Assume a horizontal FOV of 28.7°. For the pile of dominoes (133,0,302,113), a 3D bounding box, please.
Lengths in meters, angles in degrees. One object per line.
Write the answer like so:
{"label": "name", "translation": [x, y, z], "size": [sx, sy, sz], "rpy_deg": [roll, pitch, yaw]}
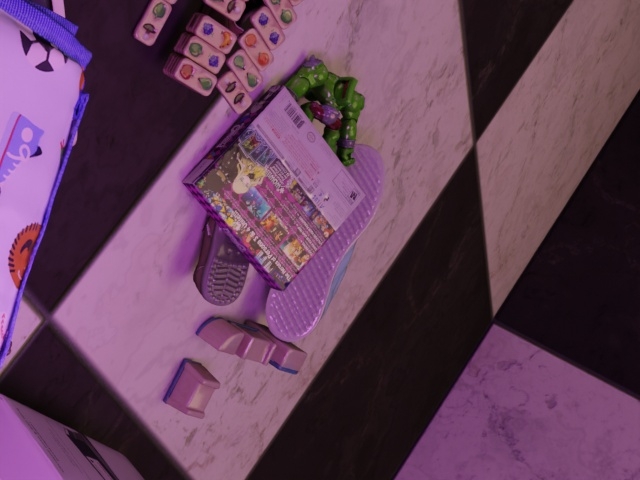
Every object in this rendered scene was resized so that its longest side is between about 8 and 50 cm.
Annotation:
{"label": "pile of dominoes", "translation": [-0.104, -0.301, 1.572], "size": [0.196, 0.040, 0.251], "rpy_deg": [29, 89, -37]}

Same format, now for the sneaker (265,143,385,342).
{"label": "sneaker", "translation": [0.000, 0.000, 2.197], "size": [0.366, 0.135, 0.150], "rpy_deg": [-62, -179, -1]}

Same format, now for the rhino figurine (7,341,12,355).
{"label": "rhino figurine", "translation": [-0.407, 0.104, 1.460], "size": [0.243, 0.073, 0.106], "rpy_deg": [-61, 161, -7]}

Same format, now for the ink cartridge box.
{"label": "ink cartridge box", "translation": [-0.390, 0.387, 1.608], "size": [0.285, 0.166, 0.395], "rpy_deg": [-41, 155, -3]}

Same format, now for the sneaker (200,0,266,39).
{"label": "sneaker", "translation": [-0.081, -0.344, 1.652], "size": [0.188, 0.071, 0.066], "rpy_deg": [-59, 158, -7]}

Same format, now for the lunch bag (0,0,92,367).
{"label": "lunch bag", "translation": [-0.369, -0.047, 0.805], "size": [0.239, 0.385, 0.328], "rpy_deg": [-19, -127, 68]}

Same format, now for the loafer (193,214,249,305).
{"label": "loafer", "translation": [-0.140, -0.028, 1.897], "size": [0.094, 0.087, 0.251], "rpy_deg": [25, 82, -34]}

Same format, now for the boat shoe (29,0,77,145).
{"label": "boat shoe", "translation": [-0.321, -0.215, 1.224], "size": [0.113, 0.127, 0.340], "rpy_deg": [-23, 144, -23]}

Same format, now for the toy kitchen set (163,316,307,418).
{"label": "toy kitchen set", "translation": [-0.159, 0.220, 2.126], "size": [0.207, 0.122, 0.166], "rpy_deg": [23, 95, -48]}

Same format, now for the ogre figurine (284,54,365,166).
{"label": "ogre figurine", "translation": [0.006, -0.206, 1.960], "size": [0.197, 0.097, 0.118], "rpy_deg": [30, 80, -24]}

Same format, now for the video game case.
{"label": "video game case", "translation": [-0.064, -0.077, 1.863], "size": [0.210, 0.042, 0.232], "rpy_deg": [-50, 120, -19]}
